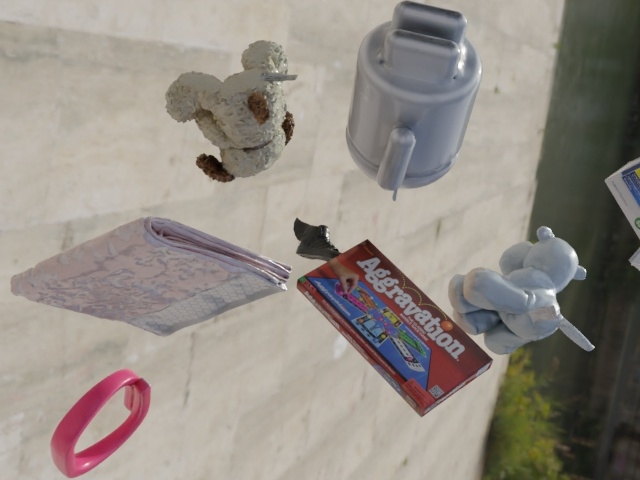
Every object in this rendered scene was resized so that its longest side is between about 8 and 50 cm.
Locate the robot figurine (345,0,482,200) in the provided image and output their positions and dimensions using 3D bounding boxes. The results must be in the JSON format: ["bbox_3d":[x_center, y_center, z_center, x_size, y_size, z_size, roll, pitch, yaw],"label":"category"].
[{"bbox_3d":[0.149,-0.224,1.596,0.353,0.200,0.300,98,11,-53],"label":"robot figurine"}]

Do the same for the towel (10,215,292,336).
[{"bbox_3d":[-0.264,0.066,1.525,0.317,0.332,0.053,23,55,-45],"label":"towel"}]

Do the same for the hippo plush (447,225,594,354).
[{"bbox_3d":[0.411,0.076,1.966,0.234,0.294,0.236,42,61,-19],"label":"hippo plush"}]

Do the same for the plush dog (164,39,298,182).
[{"bbox_3d":[-0.135,-0.219,1.843,0.262,0.210,0.225,-29,142,-17],"label":"plush dog"}]

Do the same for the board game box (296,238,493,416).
[{"bbox_3d":[0.108,0.122,1.441,0.145,0.281,0.027,-29,149,-30],"label":"board game box"}]

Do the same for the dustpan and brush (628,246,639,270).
[{"bbox_3d":[0.631,0.046,1.570,0.147,0.211,0.060,-41,163,-30],"label":"dustpan and brush"}]

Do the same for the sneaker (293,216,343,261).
[{"bbox_3d":[0.001,0.001,2.253,0.051,0.170,0.089,39,66,-50],"label":"sneaker"}]

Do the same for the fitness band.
[{"bbox_3d":[-0.416,0.347,1.828,0.209,0.054,0.291,-39,163,-29],"label":"fitness band"}]

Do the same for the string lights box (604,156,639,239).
[{"bbox_3d":[0.534,-0.087,1.324,0.077,0.133,0.260,-31,179,-34],"label":"string lights box"}]
